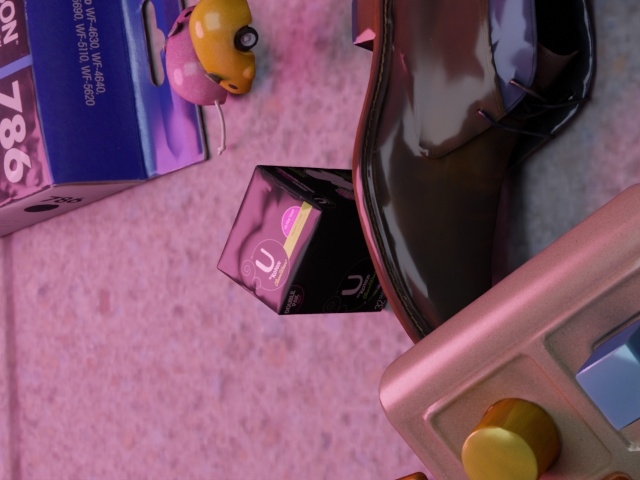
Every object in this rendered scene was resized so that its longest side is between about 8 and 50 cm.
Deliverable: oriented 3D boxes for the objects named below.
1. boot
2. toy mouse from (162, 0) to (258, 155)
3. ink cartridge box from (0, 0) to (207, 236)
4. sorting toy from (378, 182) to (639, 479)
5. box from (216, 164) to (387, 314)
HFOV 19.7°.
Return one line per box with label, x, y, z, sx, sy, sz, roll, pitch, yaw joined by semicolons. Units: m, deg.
boot;0.077;-0.054;0.884;0.106;0.082;0.219;-15;78;43
toy mouse;-0.073;-0.129;1.017;0.143;0.031;0.161;-121;24;-44
ink cartridge box;-0.217;-0.086;1.154;0.333;0.065;0.165;-18;77;39
sorting toy;0.133;0.101;0.821;0.348;0.047;0.196;-40;85;34
box;0.000;0.000;0.948;0.052;0.083;0.062;36;112;36
